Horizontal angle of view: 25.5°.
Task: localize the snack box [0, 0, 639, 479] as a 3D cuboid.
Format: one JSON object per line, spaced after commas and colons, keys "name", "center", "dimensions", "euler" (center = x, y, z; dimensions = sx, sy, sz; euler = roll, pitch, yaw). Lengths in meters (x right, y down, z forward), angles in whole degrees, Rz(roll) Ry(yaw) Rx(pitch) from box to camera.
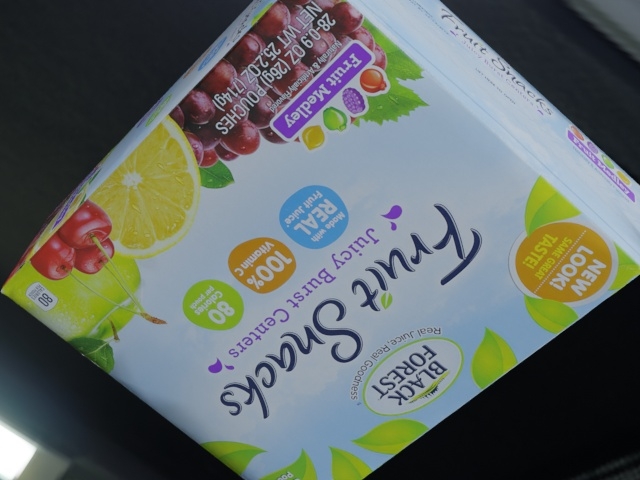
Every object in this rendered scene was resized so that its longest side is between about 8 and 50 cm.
{"name": "snack box", "center": [0.000, 0.000, 0.587], "dimensions": [0.174, 0.070, 0.207], "euler": [41, -58, -14]}
